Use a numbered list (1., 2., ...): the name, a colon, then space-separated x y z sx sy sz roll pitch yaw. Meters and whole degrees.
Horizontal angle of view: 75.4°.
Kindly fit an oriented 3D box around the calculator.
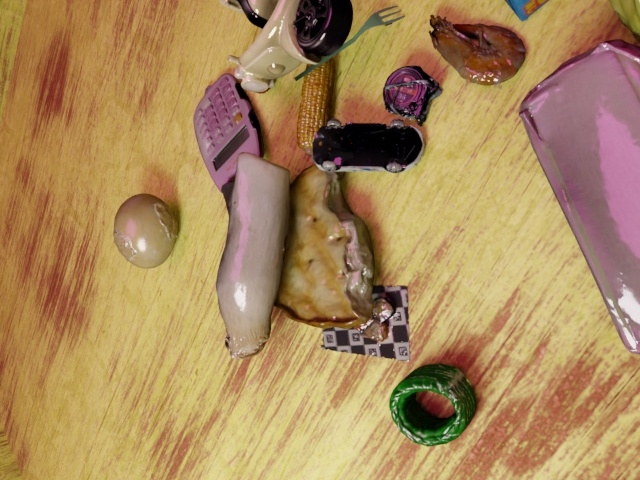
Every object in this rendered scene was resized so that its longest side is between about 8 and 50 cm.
1. calculator: -0.231 -0.272 1.021 0.194 0.043 0.294 -37 65 30

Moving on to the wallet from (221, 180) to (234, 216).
1. wallet: -0.182 -0.062 0.963 0.082 0.018 0.157 -5 102 29

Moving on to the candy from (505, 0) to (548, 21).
1. candy: 0.362 -0.483 0.561 0.305 0.100 0.157 -38 67 30

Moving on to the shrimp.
1. shrimp: 0.246 -0.320 0.679 0.101 0.042 0.190 -43 63 4

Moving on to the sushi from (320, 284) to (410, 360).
1. sushi: 0.071 0.155 0.795 0.200 0.031 0.139 -4 87 36

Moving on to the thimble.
1. thimble: 0.184 0.266 0.675 0.130 0.090 0.118 -50 65 25

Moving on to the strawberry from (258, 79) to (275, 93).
1. strawberry: -0.139 -0.376 0.935 0.096 0.083 0.083 -163 80 -67

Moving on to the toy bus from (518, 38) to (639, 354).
1. toy bus: 0.381 -0.060 0.498 0.171 0.162 0.387 -27 73 33

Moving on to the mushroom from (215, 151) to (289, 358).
1. mushroom: -0.136 0.037 0.814 0.177 0.125 0.398 167 109 -75

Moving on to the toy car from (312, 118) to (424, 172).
1. toy car: 0.085 -0.168 0.755 0.204 0.056 0.096 4 78 11

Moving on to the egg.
1. egg: -0.464 -0.025 1.108 0.164 0.164 0.202 -6 87 35

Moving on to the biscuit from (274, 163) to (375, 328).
1. biscuit: 0.000 0.000 0.815 0.329 0.078 0.336 21 99 42

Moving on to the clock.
1. clock: -0.090 -0.452 0.791 0.276 0.120 0.379 -36 63 42

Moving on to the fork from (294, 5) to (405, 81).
1. fork: 0.048 -0.372 0.783 0.235 0.021 0.039 -29 68 11

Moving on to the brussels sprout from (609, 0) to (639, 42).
1. brussels sprout: 0.444 -0.319 0.379 0.343 0.268 0.345 -3 77 13

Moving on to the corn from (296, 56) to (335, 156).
1. corn: -0.009 -0.276 0.841 0.068 0.068 0.208 11 95 35

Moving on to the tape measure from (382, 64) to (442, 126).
1. tape measure: 0.159 -0.259 0.728 0.094 0.054 0.091 36 108 24
